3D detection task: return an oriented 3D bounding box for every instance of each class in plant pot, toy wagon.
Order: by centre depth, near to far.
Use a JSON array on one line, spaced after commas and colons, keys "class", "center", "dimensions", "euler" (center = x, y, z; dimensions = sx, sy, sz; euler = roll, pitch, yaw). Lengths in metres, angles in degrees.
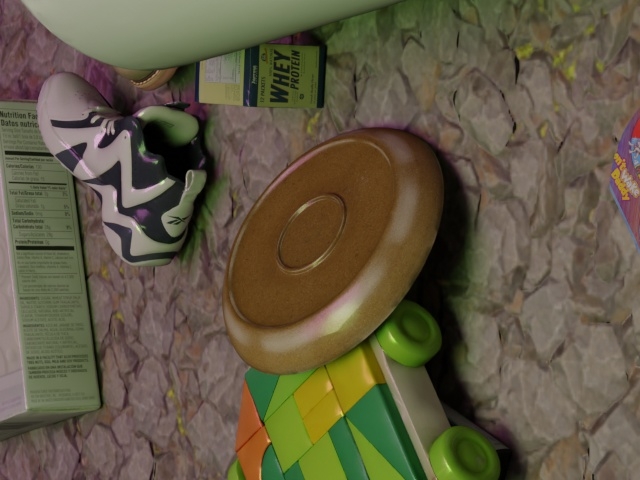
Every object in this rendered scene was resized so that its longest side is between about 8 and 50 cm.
[{"class": "plant pot", "center": [0.000, 0.000, 1.628], "dimensions": [0.236, 0.032, 0.236], "euler": [-30, 40, 28]}, {"class": "toy wagon", "center": [0.010, 0.158, 1.639], "dimensions": [0.267, 0.068, 0.344], "euler": [-48, 55, 40]}]

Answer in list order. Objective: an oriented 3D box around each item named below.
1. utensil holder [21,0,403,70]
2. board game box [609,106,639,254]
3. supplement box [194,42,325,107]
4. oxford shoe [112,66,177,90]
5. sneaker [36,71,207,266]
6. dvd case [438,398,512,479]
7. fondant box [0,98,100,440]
[{"class": "utensil holder", "center": [-0.045, -0.315, 1.527], "dimensions": [0.385, 0.328, 0.327], "euler": [-11, 81, 47]}, {"class": "board game box", "center": [0.255, -0.032, 1.399], "dimensions": [0.133, 0.033, 0.168], "euler": [-44, 56, 41]}, {"class": "supplement box", "center": [-0.054, -0.147, 1.745], "dimensions": [0.083, 0.083, 0.056], "euler": [9, 99, 52]}, {"class": "oxford shoe", "center": [-0.226, -0.332, 1.910], "dimensions": [0.140, 0.147, 0.397], "euler": [-30, 68, 44]}, {"class": "sneaker", "center": [-0.180, -0.107, 1.896], "dimensions": [0.153, 0.094, 0.235], "euler": [-52, 52, 36]}, {"class": "dvd case", "center": [0.052, 0.200, 1.660], "dimensions": [0.253, 0.022, 0.180], "euler": [33, 116, 46]}, {"class": "fondant box", "center": [-0.351, 0.040, 2.108], "dimensions": [0.238, 0.096, 0.330], "euler": [-22, 72, 49]}]
